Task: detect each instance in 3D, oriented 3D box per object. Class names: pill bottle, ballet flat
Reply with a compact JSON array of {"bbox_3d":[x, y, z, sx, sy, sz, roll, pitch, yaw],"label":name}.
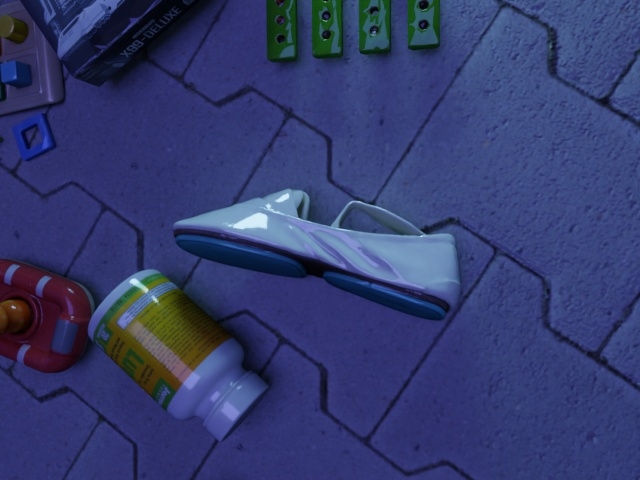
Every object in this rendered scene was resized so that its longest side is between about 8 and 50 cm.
[{"bbox_3d":[-0.198,0.167,0.814,0.245,0.136,0.136,39,98,10],"label":"pill bottle"},{"bbox_3d":[0.000,0.000,0.788,0.400,0.139,0.139,14,93,8],"label":"ballet flat"}]

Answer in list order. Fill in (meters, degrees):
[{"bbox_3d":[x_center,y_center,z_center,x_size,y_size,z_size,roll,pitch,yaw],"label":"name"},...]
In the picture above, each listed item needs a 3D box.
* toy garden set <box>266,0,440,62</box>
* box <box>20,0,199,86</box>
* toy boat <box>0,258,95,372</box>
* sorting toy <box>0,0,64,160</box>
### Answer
[{"bbox_3d":[0.046,-0.363,0.807,0.244,0.049,0.204,0,92,14],"label":"toy garden set"},{"bbox_3d":[-0.341,-0.427,0.833,0.242,0.076,0.307,-35,87,11],"label":"box"},{"bbox_3d":[-0.480,0.117,0.871,0.231,0.151,0.151,17,93,12],"label":"toy boat"},{"bbox_3d":[-0.528,-0.304,0.936,0.195,0.047,0.348,-7,88,13],"label":"sorting toy"}]
